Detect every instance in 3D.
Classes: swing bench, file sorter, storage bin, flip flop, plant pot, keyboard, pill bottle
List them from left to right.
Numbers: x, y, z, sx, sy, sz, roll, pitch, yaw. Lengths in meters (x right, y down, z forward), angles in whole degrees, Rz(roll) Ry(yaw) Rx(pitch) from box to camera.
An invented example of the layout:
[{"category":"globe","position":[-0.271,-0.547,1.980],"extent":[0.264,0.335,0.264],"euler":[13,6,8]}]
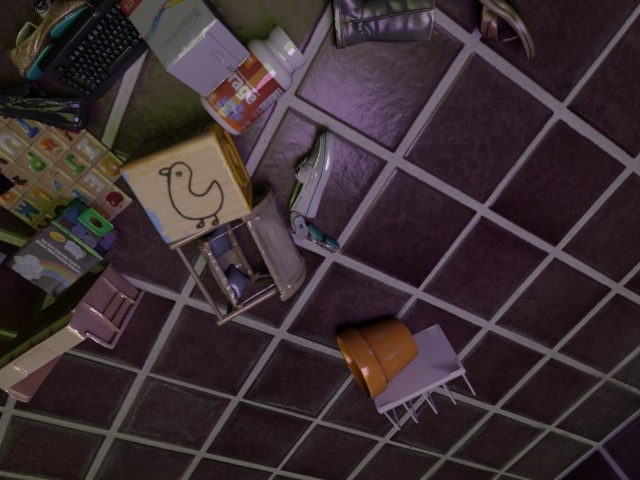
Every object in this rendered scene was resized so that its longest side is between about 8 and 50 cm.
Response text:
[{"category":"storage bin","position":[-0.606,0.217,1.003],"extent":[0.262,0.260,0.123],"euler":[-31,114,9]},{"category":"keyboard","position":[-0.406,-0.417,0.764],"extent":[0.317,0.033,0.201],"euler":[-40,148,12]},{"category":"swing bench","position":[-0.186,0.033,1.017],"extent":[0.255,0.165,0.253],"euler":[-21,119,3]},{"category":"pill bottle","position":[-0.138,-0.332,0.851],"extent":[0.216,0.121,0.121],"euler":[-40,117,13]},{"category":"plant pot","position":[0.178,0.331,1.227],"extent":[0.188,0.205,0.205],"euler":[-26,120,-11]},{"category":"file sorter","position":[0.309,0.438,1.297],"extent":[0.278,0.192,0.173],"euler":[-29,122,7]},{"category":"flip flop","position":[0.354,-0.478,0.864],"extent":[0.277,0.112,0.080],"euler":[28,137,-23]}]

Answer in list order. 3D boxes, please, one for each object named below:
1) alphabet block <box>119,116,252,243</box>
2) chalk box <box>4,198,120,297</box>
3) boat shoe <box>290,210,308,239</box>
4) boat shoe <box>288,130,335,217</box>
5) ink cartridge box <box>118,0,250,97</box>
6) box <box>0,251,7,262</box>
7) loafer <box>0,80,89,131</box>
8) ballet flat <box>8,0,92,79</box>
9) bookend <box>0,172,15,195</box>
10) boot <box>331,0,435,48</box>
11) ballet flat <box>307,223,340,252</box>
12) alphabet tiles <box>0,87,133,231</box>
[{"category":"alphabet block","position":[-0.274,-0.138,0.896],"extent":[0.197,0.193,0.192],"euler":[-21,121,3]},{"category":"chalk box","position":[-0.572,0.002,0.952],"extent":[0.213,0.132,0.132],"euler":[-36,116,10]},{"category":"boat shoe","position":[-0.057,-0.039,1.048],"extent":[0.035,0.035,0.100],"euler":[-35,149,-10]},{"category":"boat shoe","position":[-0.025,-0.154,0.985],"extent":[0.076,0.083,0.226],"euler":[8,117,-14]},{"category":"ink cartridge box","position":[-0.245,-0.386,0.757],"extent":[0.127,0.128,0.176],"euler":[-39,77,12]},{"category":"box","position":[-0.839,0.060,0.978],"extent":[0.101,0.087,0.102],"euler":[38,108,-24]},{"category":"loafer","position":[-0.589,-0.283,0.829],"extent":[0.224,0.076,0.078],"euler":[9,111,-18]},{"category":"ballet flat","position":[-0.524,-0.403,0.788],"extent":[0.206,0.073,0.067],"euler":[-40,102,9]},{"category":"bookend","position":[-0.795,-0.121,0.884],"extent":[0.156,0.072,0.157],"euler":[-34,118,12]},{"category":"boot","position":[0.126,-0.488,0.833],"extent":[0.209,0.076,0.189],"euler":[-7,133,3]},{"category":"ballet flat","position":[0.000,0.000,1.100],"extent":[0.114,0.041,0.041],"euler":[35,108,-22]},{"category":"alphabet tiles","position":[-0.623,-0.156,0.937],"extent":[0.285,0.011,0.342],"euler":[-38,117,12]}]
